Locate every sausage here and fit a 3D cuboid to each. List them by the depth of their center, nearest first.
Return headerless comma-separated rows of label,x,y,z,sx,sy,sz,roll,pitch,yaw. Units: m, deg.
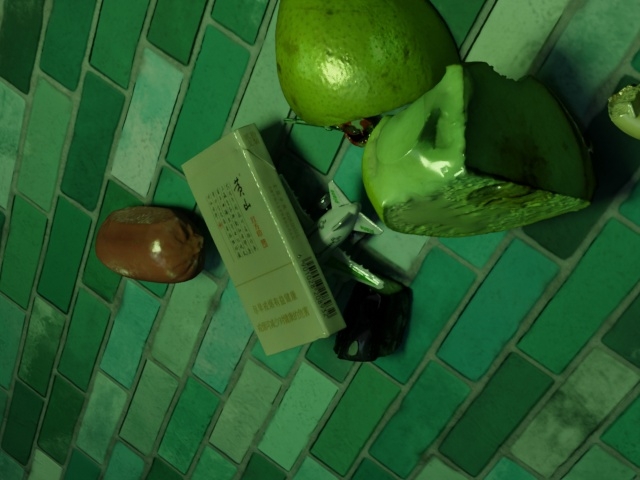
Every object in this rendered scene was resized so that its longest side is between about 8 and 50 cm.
sausage,-0.318,0.009,2.055,0.254,0.148,0.148,7,124,33

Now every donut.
donut,0.456,-0.177,1.425,0.108,0.065,0.166,47,135,-4

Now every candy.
candy,0.012,-0.183,1.761,0.185,0.049,0.055,12,121,38

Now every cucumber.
cucumber,0.084,0.146,1.918,0.115,0.086,0.193,29,127,17

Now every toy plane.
toy plane,0.003,-0.003,1.849,0.251,0.101,0.255,46,139,-2

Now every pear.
pear,0.194,-0.113,1.554,0.282,0.286,0.176,-27,60,49
pear,0.029,-0.296,1.605,0.288,0.139,0.239,-7,108,37

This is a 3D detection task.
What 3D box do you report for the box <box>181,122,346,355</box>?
box,-0.100,0.005,1.844,0.204,0.051,0.365,-24,91,55
